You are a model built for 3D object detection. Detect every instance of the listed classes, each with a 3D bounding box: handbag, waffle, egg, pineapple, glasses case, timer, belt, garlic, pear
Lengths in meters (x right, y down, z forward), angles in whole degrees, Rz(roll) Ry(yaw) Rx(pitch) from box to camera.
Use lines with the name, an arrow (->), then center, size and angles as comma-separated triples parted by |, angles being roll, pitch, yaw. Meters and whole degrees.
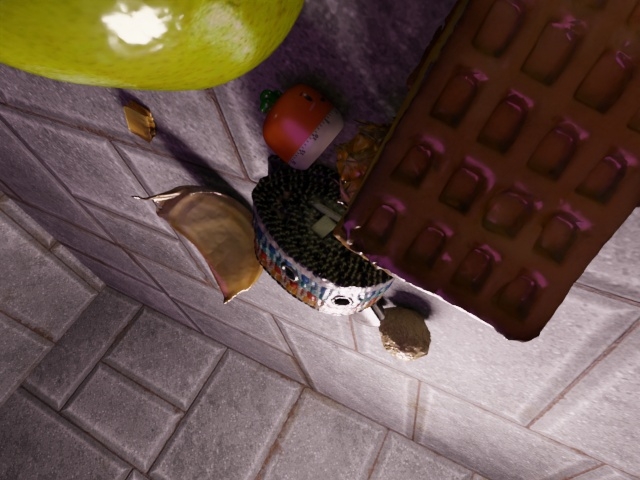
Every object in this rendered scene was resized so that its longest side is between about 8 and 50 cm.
handbag -> -0.387, -0.256, 0.925 | 0.061, 0.027, 0.083 | 32, 152, 3
waffle -> 0.176, -0.091, 0.372 | 0.224, 0.098, 0.327 | 28, 109, 0
egg -> 0.199, 0.221, 1.020 | 0.118, 0.116, 0.140 | 39, -165, -35
pineapple -> 0.116, -0.078, 0.528 | 0.225, 0.225, 0.076 | 34, 136, -4
glasses case -> 0.057, 0.098, 1.022 | 0.114, 0.060, 0.299 | 8, 144, 43
timer -> -0.037, -0.175, 0.632 | 0.136, 0.099, 0.136 | 22, 138, 21
belt -> 0.000, 0.000, 0.760 | 0.295, 0.206, 0.160 | 29, 151, 8
garlic -> -0.246, -0.029, 0.992 | 0.151, 0.196, 0.338 | -11, 124, 35
pear -> -0.121, -0.258, 0.373 | 0.239, 0.342, 0.318 | 29, 180, 13
